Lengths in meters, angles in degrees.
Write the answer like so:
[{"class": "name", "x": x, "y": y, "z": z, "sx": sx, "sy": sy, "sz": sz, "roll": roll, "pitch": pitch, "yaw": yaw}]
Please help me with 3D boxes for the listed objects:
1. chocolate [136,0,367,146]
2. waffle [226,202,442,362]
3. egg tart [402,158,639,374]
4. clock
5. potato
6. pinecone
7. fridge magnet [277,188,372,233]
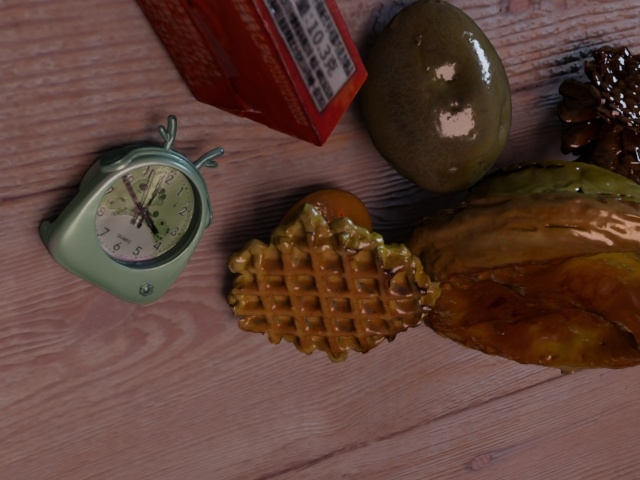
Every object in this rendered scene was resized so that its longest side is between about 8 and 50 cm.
[{"class": "chocolate", "x": -0.082, "y": -0.233, "z": 1.154, "sx": 0.108, "sy": 0.235, "sz": 0.237, "roll": -42, "pitch": 128, "yaw": -19}, {"class": "waffle", "x": 0.007, "y": 0.058, "z": 1.372, "sx": 0.243, "sy": 0.058, "sz": 0.238, "roll": 28, "pitch": 135, "yaw": -19}, {"class": "egg tart", "x": 0.308, "y": 0.026, "z": 1.470, "sx": 0.443, "sy": 0.443, "sz": 0.178, "roll": 31, "pitch": 56, "yaw": -37}, {"class": "clock", "x": -0.199, "y": -0.039, "z": 1.282, "sx": 0.159, "sy": 0.066, "sz": 0.211, "roll": 36, "pitch": 92, "yaw": -38}, {"class": "potato", "x": 0.140, "y": -0.171, "z": 1.364, "sx": 0.178, "sy": 0.160, "sz": 0.235, "roll": -23, "pitch": 112, "yaw": -48}, {"class": "pinecone", "x": 0.395, "y": -0.156, "z": 1.512, "sx": 0.195, "sy": 0.150, "sz": 0.179, "roll": 68, "pitch": 34, "yaw": -43}, {"class": "fridge magnet", "x": 0.000, "y": 0.000, "z": 1.420, "sx": 0.143, "sy": 0.063, "sz": 0.143, "roll": -15, "pitch": 122, "yaw": -25}]
